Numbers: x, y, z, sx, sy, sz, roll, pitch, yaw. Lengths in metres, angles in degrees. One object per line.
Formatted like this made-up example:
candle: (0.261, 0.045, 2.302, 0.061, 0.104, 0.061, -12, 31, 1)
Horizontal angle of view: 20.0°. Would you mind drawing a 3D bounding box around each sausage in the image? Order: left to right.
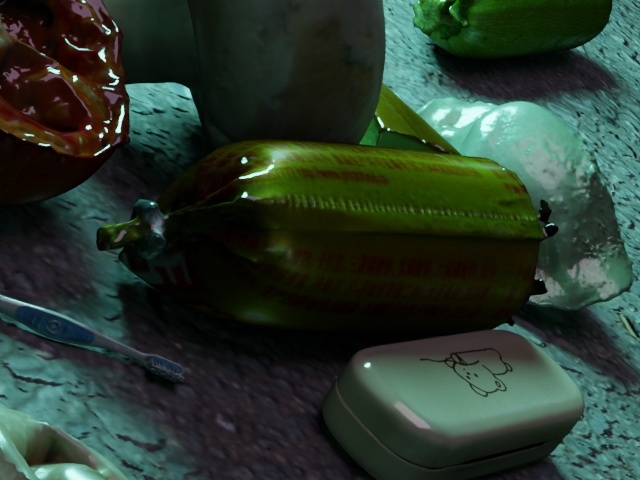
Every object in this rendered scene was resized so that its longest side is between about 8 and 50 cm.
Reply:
sausage: (0.002, 0.001, 1.059, 0.125, 0.117, 0.317, 10, 6, 42)

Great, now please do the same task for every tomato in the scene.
tomato: (-0.216, -0.105, 1.013, 0.228, 0.101, 0.228, 32, 30, -21)

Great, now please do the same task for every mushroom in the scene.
mushroom: (-0.076, -0.140, 1.161, 0.243, 0.243, 0.243, 27, 25, -14)

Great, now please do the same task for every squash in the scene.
squash: (0.182, -0.223, 1.733, 0.101, 0.101, 0.379, 41, 26, 17)

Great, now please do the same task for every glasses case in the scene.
glasses case: (0.081, 0.096, 1.058, 0.083, 0.050, 0.196, 43, 26, 26)

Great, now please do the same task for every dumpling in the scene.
dumpling: (0.141, -0.039, 1.319, 0.219, 0.108, 0.153, 44, 26, 29)

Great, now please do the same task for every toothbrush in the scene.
toothbrush: (-0.142, 0.041, 0.933, 0.162, 0.014, 0.017, 24, 6, -18)

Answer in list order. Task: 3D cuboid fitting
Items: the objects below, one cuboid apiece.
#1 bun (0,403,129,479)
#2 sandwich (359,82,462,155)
bun: (-0.098, 0.108, 0.532, 0.183, 0.102, 0.183, 25, 28, -14)
sandwich: (0.047, -0.066, 1.295, 0.074, 0.074, 0.116, 20, 26, -23)
